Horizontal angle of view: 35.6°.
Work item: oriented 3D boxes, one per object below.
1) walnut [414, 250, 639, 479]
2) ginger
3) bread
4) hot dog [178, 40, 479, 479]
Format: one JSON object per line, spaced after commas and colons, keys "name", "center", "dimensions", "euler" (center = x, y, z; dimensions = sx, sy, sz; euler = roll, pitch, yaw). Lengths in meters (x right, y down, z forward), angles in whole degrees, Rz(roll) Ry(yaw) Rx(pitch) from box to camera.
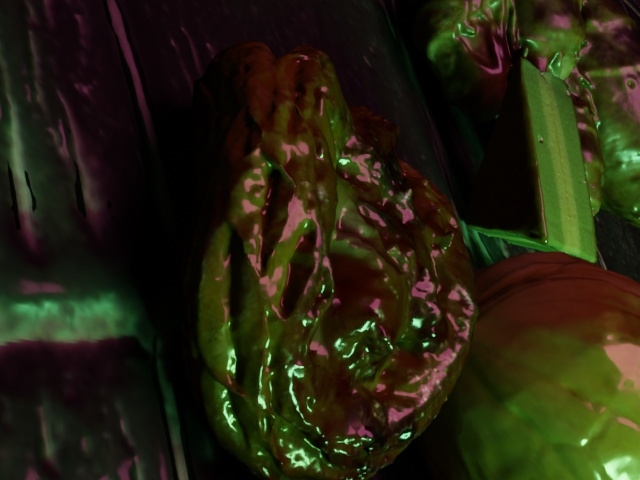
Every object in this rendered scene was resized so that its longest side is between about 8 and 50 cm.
{"name": "walnut", "center": [0.136, 0.098, 0.526], "dimensions": [0.206, 0.159, 0.159], "euler": [41, 32, -29]}
{"name": "ginger", "center": [0.209, -0.156, 0.905], "dimensions": [0.357, 0.152, 0.274], "euler": [47, 29, -19]}
{"name": "bread", "center": [0.176, -0.062, 0.746], "dimensions": [0.074, 0.084, 0.139], "euler": [20, 88, -38]}
{"name": "hot dog", "center": [-0.004, 0.000, 0.452], "dimensions": [0.160, 0.099, 0.227], "euler": [36, 38, -37]}
